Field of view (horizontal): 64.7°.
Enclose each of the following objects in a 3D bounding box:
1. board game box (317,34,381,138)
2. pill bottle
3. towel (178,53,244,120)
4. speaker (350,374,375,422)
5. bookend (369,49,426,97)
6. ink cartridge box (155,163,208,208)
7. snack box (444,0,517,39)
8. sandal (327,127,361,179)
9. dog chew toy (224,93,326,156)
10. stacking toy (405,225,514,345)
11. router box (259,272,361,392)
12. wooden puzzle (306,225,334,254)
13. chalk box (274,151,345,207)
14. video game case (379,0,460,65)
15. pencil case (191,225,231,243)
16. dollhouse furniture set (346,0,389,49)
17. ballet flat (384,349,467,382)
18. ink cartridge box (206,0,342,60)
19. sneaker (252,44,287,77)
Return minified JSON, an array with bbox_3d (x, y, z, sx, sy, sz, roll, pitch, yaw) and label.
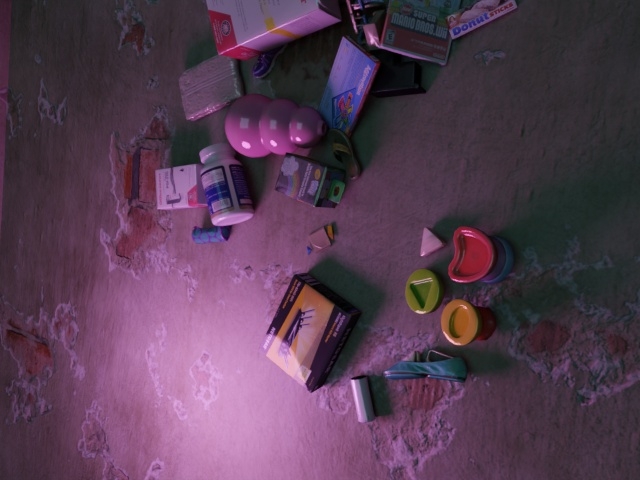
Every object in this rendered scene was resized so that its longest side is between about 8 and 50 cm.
[{"bbox_3d":[0.078,-0.452,1.523,0.145,0.027,0.281,48,141,21],"label":"board game box"},{"bbox_3d":[-0.334,-0.196,1.774,0.153,0.153,0.265,-18,82,30],"label":"pill bottle"},{"bbox_3d":[-0.403,-0.568,1.862,0.282,0.049,0.187,-12,87,29],"label":"towel"},{"bbox_3d":[0.132,0.494,1.581,0.055,0.055,0.136,-15,84,30],"label":"speaker"},{"bbox_3d":[0.226,-0.510,1.478,0.156,0.072,0.157,2,92,30],"label":"bookend"},{"bbox_3d":[-0.519,-0.201,1.918,0.217,0.092,0.159,-2,90,32],"label":"ink cartridge box"},{"bbox_3d":[0.430,-0.615,1.360,0.178,0.022,0.064,-20,110,24],"label":"snack box"},{"bbox_3d":[0.068,-0.271,1.578,0.072,0.049,0.180,-30,83,51],"label":"sandal"},{"bbox_3d":[-0.140,-0.368,1.636,0.331,0.206,0.207,7,96,22],"label":"dog chew toy"},{"bbox_3d":[0.394,0.113,1.414,0.279,0.130,0.309,25,102,54],"label":"stacking toy"},{"bbox_3d":[-0.040,0.299,1.660,0.243,0.081,0.309,33,108,25],"label":"router box"},{"bbox_3d":[0.000,0.000,1.666,0.116,0.014,0.079,-22,77,29],"label":"wooden puzzle"},{"bbox_3d":[-0.012,-0.182,1.599,0.213,0.132,0.132,25,103,26],"label":"chalk box"},{"bbox_3d":[0.286,-0.650,1.386,0.025,0.204,0.285,-142,62,-71],"label":"video game case"},{"bbox_3d":[-0.406,-0.026,1.873,0.151,0.064,0.070,-7,104,30],"label":"pencil case"},{"bbox_3d":[0.130,-0.646,1.443,0.129,0.184,0.129,5,138,30],"label":"dollhouse furniture set"},{"bbox_3d":[0.305,0.364,1.471,0.247,0.083,0.087,-6,64,30],"label":"ballet flat"},{"bbox_3d":[-0.152,-0.757,1.548,0.384,0.160,0.279,-10,93,30],"label":"ink cartridge box"},{"bbox_3d":[-0.187,-0.634,1.718,0.068,0.071,0.170,49,115,20],"label":"sneaker"}]
